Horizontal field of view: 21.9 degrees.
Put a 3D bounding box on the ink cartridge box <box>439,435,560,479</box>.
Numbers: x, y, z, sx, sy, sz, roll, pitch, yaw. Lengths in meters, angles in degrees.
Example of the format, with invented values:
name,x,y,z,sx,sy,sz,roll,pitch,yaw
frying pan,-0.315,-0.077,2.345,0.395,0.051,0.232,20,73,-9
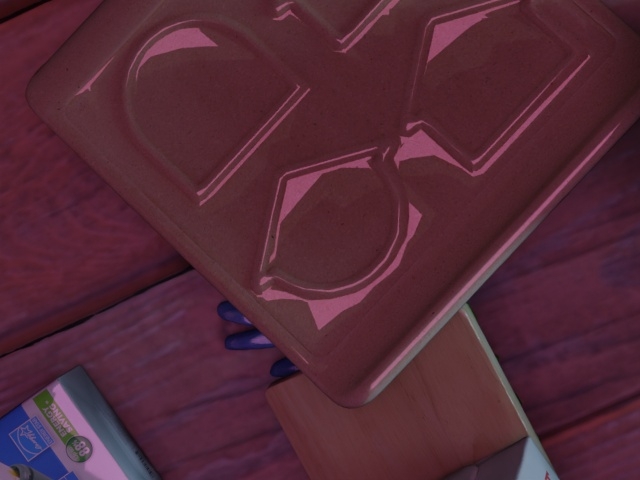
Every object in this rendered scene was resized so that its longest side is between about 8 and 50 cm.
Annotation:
name,x,y,z,sx,sy,sz,roll,pitch,yaw
ink cartridge box,0.117,0.312,1.082,0.197,0.198,0.270,-31,98,22

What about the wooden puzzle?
name,x,y,z,sx,sy,sz,roll,pitch,yaw
wooden puzzle,0.015,-0.106,1.159,0.348,0.080,0.322,44,91,15

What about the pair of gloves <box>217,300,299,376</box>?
name,x,y,z,sx,sy,sz,roll,pitch,yaw
pair of gloves,0.000,0.000,1.211,0.159,0.023,0.198,-3,93,4

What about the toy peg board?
name,x,y,z,sx,sy,sz,roll,pitch,yaw
toy peg board,0.074,0.134,1.184,0.161,0.079,0.161,-25,99,21

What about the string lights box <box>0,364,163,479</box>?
name,x,y,z,sx,sy,sz,roll,pitch,yaw
string lights box,-0.249,0.222,1.213,0.260,0.077,0.133,-36,90,6
